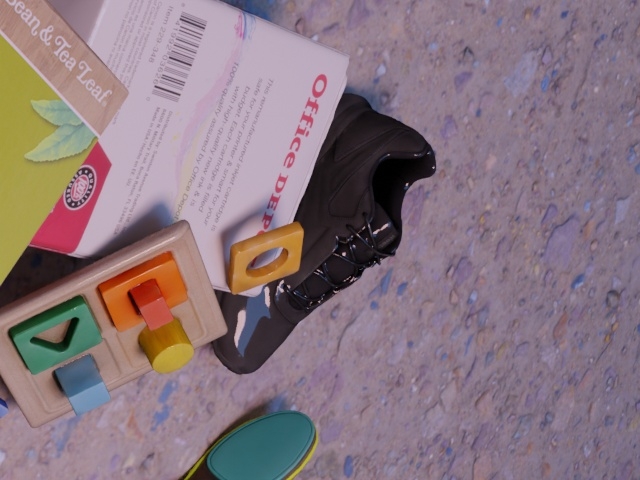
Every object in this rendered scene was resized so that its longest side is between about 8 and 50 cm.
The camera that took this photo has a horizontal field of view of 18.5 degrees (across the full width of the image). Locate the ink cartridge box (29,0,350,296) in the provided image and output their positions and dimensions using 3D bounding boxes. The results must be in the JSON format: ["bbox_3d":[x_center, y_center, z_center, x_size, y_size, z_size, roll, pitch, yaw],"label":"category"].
[{"bbox_3d":[-0.141,-0.095,1.564,0.306,0.131,0.226,17,96,-55],"label":"ink cartridge box"}]

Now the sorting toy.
[{"bbox_3d":[-0.162,0.078,1.549,0.348,0.047,0.196,-26,151,-7],"label":"sorting toy"}]

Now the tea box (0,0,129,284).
[{"bbox_3d":[-0.355,-0.058,1.151,0.323,0.329,0.220,-58,142,-15],"label":"tea box"}]

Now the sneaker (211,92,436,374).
[{"bbox_3d":[0.000,0.000,1.792,0.286,0.130,0.109,-60,145,-9],"label":"sneaker"}]

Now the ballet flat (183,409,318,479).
[{"bbox_3d":[-0.096,0.246,1.856,0.231,0.077,0.077,-38,155,-30],"label":"ballet flat"}]
